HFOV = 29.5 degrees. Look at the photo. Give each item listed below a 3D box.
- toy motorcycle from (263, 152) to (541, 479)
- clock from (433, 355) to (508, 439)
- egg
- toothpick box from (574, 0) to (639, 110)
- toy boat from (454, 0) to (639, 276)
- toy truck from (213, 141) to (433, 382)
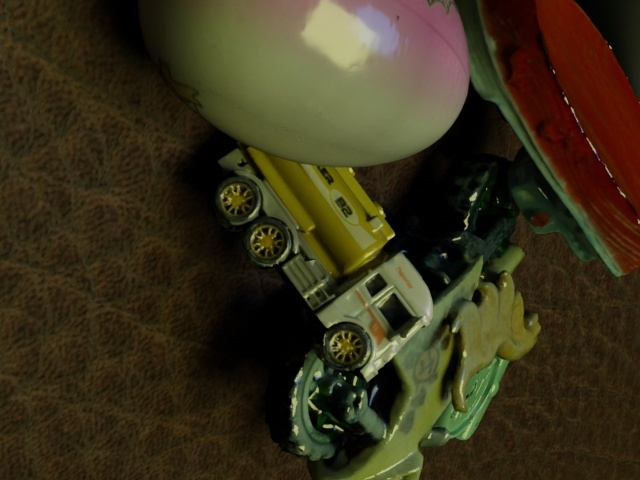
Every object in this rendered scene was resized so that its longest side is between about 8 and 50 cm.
[{"bbox_3d":[0.091,0.093,1.196,0.410,0.168,0.237,-44,140,-35],"label":"toy motorcycle"},{"bbox_3d":[0.155,0.167,1.419,0.188,0.060,0.148,5,111,-63],"label":"clock"},{"bbox_3d":[-0.006,-0.149,0.870,0.196,0.196,0.271,-59,143,-1],"label":"egg"},{"bbox_3d":[0.373,-0.267,1.227,0.263,0.263,0.355,-30,128,-37],"label":"toothpick box"},{"bbox_3d":[0.221,-0.118,1.180,0.332,0.133,0.145,55,45,-22],"label":"toy boat"},{"bbox_3d":[0.000,0.000,0.987,0.114,0.227,0.098,-36,180,-5],"label":"toy truck"}]
